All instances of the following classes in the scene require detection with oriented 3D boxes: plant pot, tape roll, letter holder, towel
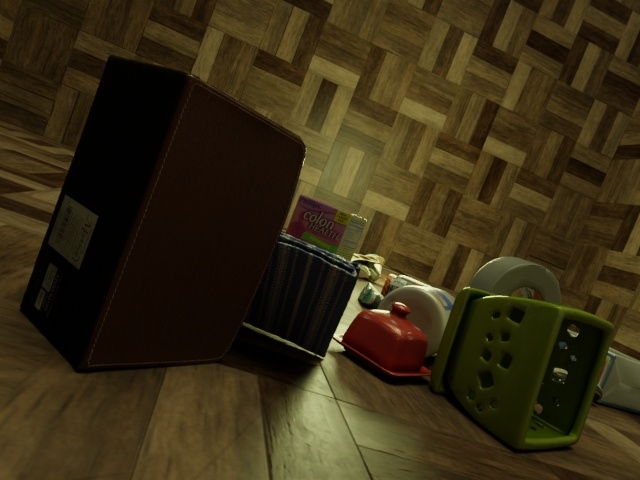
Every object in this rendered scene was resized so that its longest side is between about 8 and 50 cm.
[{"bbox_3d":[0.338,0.206,0.861,0.228,0.227,0.207,18,-1,-39],"label":"plant pot"},{"bbox_3d":[0.441,0.150,1.134,0.219,0.219,0.072,20,4,-20],"label":"tape roll"},{"bbox_3d":[-0.170,-0.022,0.587,0.152,0.301,0.214,24,5,36],"label":"letter holder"},{"bbox_3d":[-0.124,0.055,0.736,0.336,0.243,0.040,22,48,4],"label":"towel"}]

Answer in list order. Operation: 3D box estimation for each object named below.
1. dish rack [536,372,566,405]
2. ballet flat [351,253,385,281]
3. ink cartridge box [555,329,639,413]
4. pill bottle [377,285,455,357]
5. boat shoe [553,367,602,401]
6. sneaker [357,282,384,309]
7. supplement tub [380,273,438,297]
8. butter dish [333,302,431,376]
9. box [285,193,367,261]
[{"bbox_3d":[0.446,0.308,1.124,0.271,0.074,0.208,17,4,-28],"label":"dish rack"},{"bbox_3d":[0.187,0.118,2.131,0.342,0.116,0.124,17,26,-47],"label":"ballet flat"},{"bbox_3d":[0.821,0.377,1.579,0.270,0.151,0.395,20,6,-24],"label":"ink cartridge box"},{"bbox_3d":[0.235,0.180,1.111,0.152,0.152,0.272,23,4,26],"label":"pill bottle"},{"bbox_3d":[0.667,0.398,1.297,0.206,0.075,0.065,26,45,-22],"label":"boat shoe"},{"bbox_3d":[0.161,0.180,1.507,0.076,0.065,0.166,38,6,-3],"label":"sneaker"},{"bbox_3d":[0.299,0.187,1.615,0.190,0.117,0.117,23,4,17],"label":"supplement tub"},{"bbox_3d":[0.129,0.171,0.907,0.160,0.118,0.160,24,5,41],"label":"butter dish"},{"bbox_3d":[0.000,0.000,1.635,0.213,0.243,0.117,25,5,31],"label":"box"}]
